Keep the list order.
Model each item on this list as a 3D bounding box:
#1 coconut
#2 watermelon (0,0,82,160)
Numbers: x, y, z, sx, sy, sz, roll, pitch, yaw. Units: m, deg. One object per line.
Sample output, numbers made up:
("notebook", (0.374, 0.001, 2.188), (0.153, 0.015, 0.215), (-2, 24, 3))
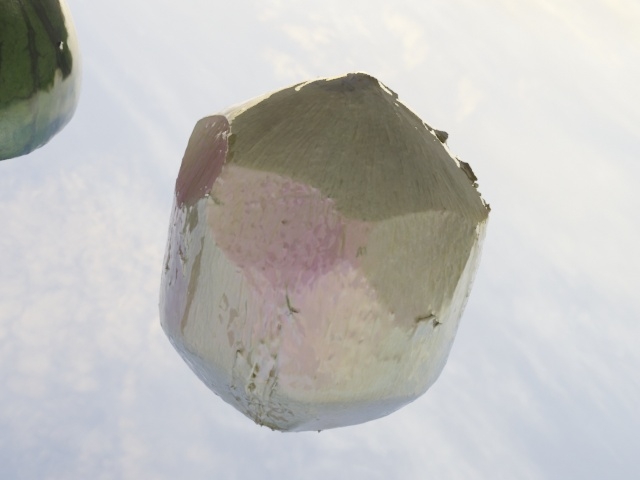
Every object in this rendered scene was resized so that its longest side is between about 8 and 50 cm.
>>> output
("coconut", (0.002, 0.001, 0.580), (0.227, 0.230, 0.227), (12, -157, -5))
("watermelon", (-0.407, -0.248, 0.909), (0.331, 0.189, 0.331), (14, -130, -17))
